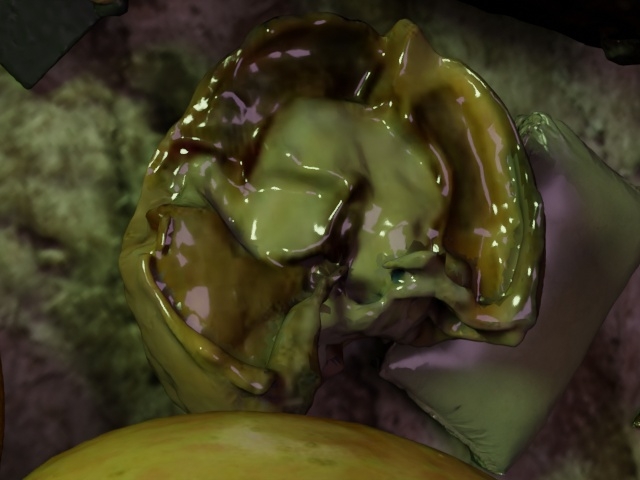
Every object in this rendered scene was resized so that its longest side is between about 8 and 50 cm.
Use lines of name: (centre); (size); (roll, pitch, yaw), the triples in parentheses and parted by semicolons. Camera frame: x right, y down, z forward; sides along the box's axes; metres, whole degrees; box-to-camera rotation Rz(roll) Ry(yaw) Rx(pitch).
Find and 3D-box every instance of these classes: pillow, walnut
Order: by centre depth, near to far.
walnut: (-0.008, -0.009, 1.069); (0.238, 0.141, 0.204); (-17, 82, -27)
pillow: (0.122, 0.026, 1.181); (0.119, 0.053, 0.208); (37, 74, -19)

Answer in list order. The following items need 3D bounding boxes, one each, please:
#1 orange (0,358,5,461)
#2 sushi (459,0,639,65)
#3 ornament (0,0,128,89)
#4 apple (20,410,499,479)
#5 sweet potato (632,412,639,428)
orange: (-0.250, 0.079, 0.889); (0.236, 0.236, 0.236); (2, 85, -28)
sushi: (0.148, -0.247, 1.079); (0.294, 0.299, 0.281); (19, 93, -28)
ornament: (-0.130, -0.161, 0.951); (0.166, 0.196, 0.153); (-45, 110, 4)
apple: (-0.037, 0.267, 0.904); (0.346, 0.391, 0.391); (34, 71, -11)
sweet potato: (0.230, 0.046, 1.248); (0.041, 0.038, 0.153); (12, 89, -3)
